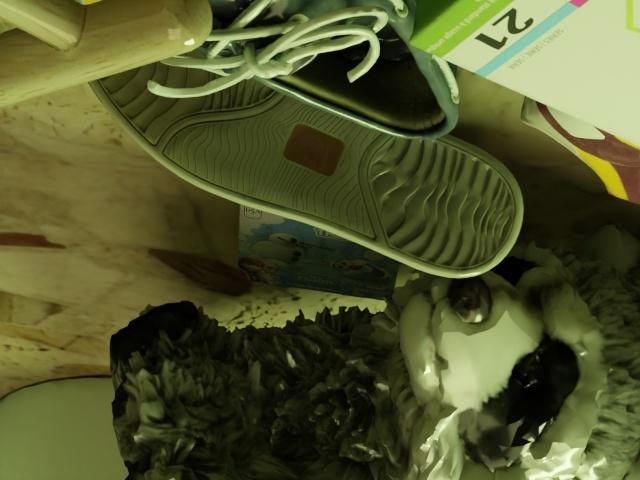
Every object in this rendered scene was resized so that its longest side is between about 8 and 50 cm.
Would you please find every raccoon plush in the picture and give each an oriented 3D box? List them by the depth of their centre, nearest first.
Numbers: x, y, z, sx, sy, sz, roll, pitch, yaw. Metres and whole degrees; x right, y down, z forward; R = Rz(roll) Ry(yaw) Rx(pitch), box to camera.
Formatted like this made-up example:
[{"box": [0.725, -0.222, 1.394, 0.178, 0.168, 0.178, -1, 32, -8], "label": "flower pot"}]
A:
[{"box": [0.053, 0.130, 1.069, 0.299, 0.216, 0.446, -14, 164, -3], "label": "raccoon plush"}]

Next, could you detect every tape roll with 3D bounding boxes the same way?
[{"box": [-0.113, 0.202, 1.339, 0.286, 0.100, 0.286, 6, 151, 3], "label": "tape roll"}]

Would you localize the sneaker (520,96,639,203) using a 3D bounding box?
[{"box": [0.182, -0.041, 0.868, 0.185, 0.069, 0.084, 29, 154, -22], "label": "sneaker"}]

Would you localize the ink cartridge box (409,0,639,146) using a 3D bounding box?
[{"box": [0.193, -0.104, 0.711, 0.255, 0.097, 0.189, 23, 148, -23], "label": "ink cartridge box"}]

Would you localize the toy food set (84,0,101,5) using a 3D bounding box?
[{"box": [-0.127, -0.135, 0.762, 0.218, 0.071, 0.128, -20, 163, 14], "label": "toy food set"}]

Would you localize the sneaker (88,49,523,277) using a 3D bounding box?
[{"box": [-0.016, -0.047, 0.889, 0.222, 0.083, 0.118, 30, 178, -4], "label": "sneaker"}]

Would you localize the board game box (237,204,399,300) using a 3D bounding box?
[{"box": [0.000, 0.000, 1.027, 0.090, 0.020, 0.090, 8, 150, 1], "label": "board game box"}]

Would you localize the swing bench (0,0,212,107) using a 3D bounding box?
[{"box": [-0.150, -0.146, 0.566, 0.165, 0.253, 0.255, 26, 147, -29], "label": "swing bench"}]

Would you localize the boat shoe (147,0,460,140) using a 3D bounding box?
[{"box": [-0.017, -0.094, 0.726, 0.095, 0.079, 0.254, -15, 164, 24], "label": "boat shoe"}]
